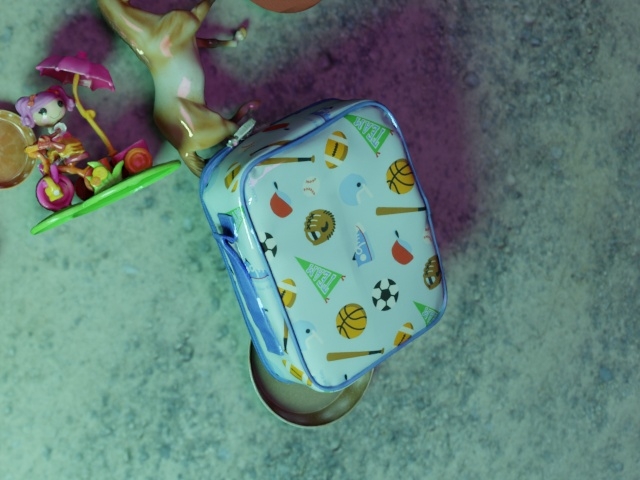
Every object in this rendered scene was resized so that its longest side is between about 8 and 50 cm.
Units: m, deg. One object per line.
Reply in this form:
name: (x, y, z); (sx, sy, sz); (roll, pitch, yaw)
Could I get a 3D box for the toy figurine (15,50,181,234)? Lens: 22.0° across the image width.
toy figurine: (-0.255, -0.111, 1.694); (0.173, 0.130, 0.159); (-27, 90, -20)

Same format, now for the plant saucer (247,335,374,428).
plant saucer: (-0.015, 0.128, 1.869); (0.168, 0.029, 0.168); (0, 89, -31)

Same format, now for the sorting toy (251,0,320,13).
sorting toy: (-0.116, -0.414, 1.801); (0.365, 0.127, 0.126); (41, 40, -21)

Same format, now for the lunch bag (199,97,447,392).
lunch bag: (0.000, 0.000, 1.788); (0.243, 0.115, 0.303); (-31, 111, -27)

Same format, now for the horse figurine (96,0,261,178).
horse figurine: (-0.135, -0.172, 1.785); (0.174, 0.066, 0.263); (-17, 95, -37)

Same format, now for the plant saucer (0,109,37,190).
plant saucer: (-0.332, -0.093, 1.692); (0.083, 0.013, 0.083); (2, 87, -31)
